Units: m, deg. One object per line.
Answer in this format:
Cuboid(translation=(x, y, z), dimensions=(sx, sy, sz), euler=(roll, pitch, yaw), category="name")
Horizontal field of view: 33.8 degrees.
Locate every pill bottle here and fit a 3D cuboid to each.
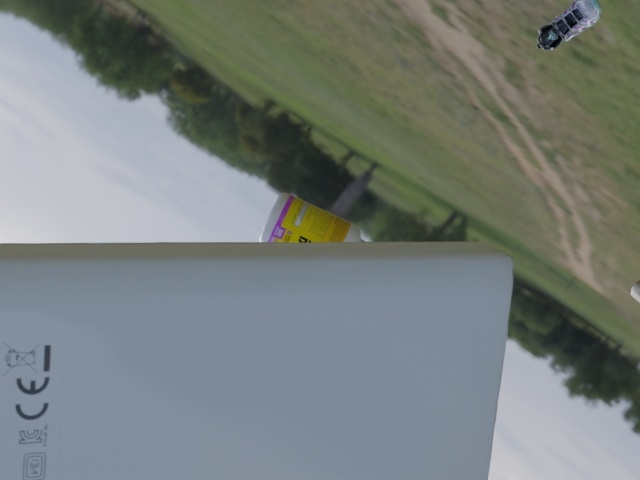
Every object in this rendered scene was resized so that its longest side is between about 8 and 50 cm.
Cuboid(translation=(0.000, 0.000, 0.779), dimensions=(0.083, 0.043, 0.043), euler=(25, -175, 0), category="pill bottle")

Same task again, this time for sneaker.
Cuboid(translation=(0.286, -0.250, 1.245), dimensions=(0.038, 0.069, 0.098), euler=(53, 163, 6), category="sneaker")

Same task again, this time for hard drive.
Cuboid(translation=(-0.077, 0.116, 0.523), dimensions=(0.353, 0.233, 0.047), euler=(0, -167, -23), category="hard drive")

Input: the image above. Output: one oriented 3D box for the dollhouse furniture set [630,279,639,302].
Cuboid(translation=(0.469, -0.063, 0.821), dimensions=(0.394, 0.257, 0.362), euler=(-21, -132, -31), category="dollhouse furniture set")
